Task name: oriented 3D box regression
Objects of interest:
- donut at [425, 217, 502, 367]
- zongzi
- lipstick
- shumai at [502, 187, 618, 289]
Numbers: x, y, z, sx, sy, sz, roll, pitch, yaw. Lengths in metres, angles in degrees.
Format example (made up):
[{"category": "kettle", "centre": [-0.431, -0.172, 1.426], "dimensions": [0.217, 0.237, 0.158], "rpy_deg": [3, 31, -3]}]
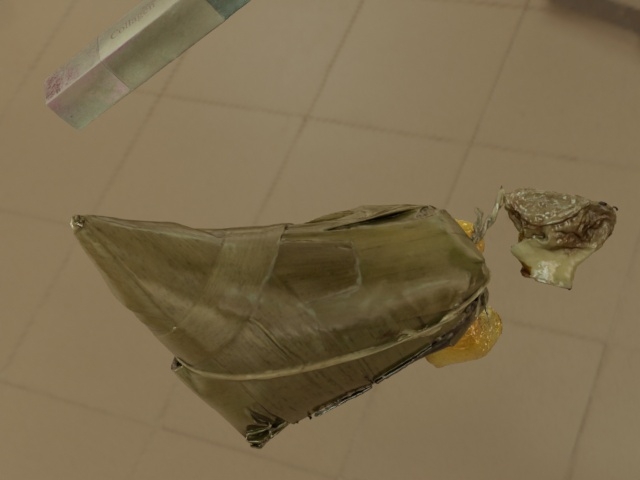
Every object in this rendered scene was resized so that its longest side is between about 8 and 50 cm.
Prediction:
[{"category": "donut", "centre": [0.196, 0.102, 1.802], "dimensions": [0.101, 0.259, 0.152], "rpy_deg": [2, 40, 25]}, {"category": "zongzi", "centre": [0.007, 0.015, 1.505], "dimensions": [0.500, 0.467, 0.218], "rpy_deg": [-28, 52, 2]}, {"category": "lipstick", "centre": [-0.221, -0.265, 1.566], "dimensions": [0.317, 0.068, 0.066], "rpy_deg": [-34, 41, 16]}, {"category": "shumai", "centre": [0.296, 0.002, 1.511], "dimensions": [0.146, 0.145, 0.116], "rpy_deg": [10, 78, 23]}]
